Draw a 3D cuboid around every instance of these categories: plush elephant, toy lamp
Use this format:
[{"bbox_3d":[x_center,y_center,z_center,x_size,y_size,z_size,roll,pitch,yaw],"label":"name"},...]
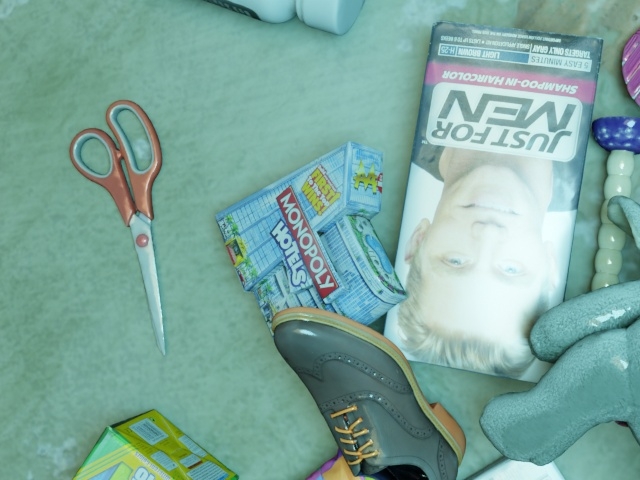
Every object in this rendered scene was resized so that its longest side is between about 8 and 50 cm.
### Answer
[{"bbox_3d":[0.339,0.092,0.766,0.272,0.255,0.330,30,118,21],"label":"plush elephant"},{"bbox_3d":[0.296,0.015,0.902,0.080,0.080,0.274,9,86,11],"label":"toy lamp"}]

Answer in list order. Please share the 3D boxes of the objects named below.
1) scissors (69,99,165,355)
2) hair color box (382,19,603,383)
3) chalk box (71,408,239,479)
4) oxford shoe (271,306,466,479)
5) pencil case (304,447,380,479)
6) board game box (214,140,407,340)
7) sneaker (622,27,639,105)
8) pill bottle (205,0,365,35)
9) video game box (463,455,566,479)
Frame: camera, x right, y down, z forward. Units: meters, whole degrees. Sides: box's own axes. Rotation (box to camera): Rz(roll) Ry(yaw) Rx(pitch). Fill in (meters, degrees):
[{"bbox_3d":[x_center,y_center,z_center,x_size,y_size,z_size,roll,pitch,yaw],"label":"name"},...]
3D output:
[{"bbox_3d":[-0.202,-0.021,1.022,0.109,0.021,0.297,-26,81,6],"label":"scissors"},{"bbox_3d":[0.178,-0.039,0.911,0.174,0.105,0.347,8,89,11],"label":"hair color box"},{"bbox_3d":[-0.213,0.314,0.951,0.132,0.132,0.213,34,94,11],"label":"chalk box"},{"bbox_3d":[0.048,0.170,0.861,0.097,0.098,0.271,-29,117,39],"label":"oxford shoe"},{"bbox_3d":[-0.029,0.317,0.933,0.236,0.104,0.104,-39,81,6],"label":"pencil case"},{"bbox_3d":[0.000,0.000,0.903,0.194,0.060,0.194,-41,60,29],"label":"board game box"},{"bbox_3d":[0.406,-0.126,0.880,0.103,0.111,0.252,-45,58,18],"label":"sneaker"},{"bbox_3d":[-0.085,-0.332,0.948,0.283,0.161,0.161,22,91,10],"label":"pill bottle"},{"bbox_3d":[0.204,0.341,0.914,0.187,0.048,0.205,-32,82,5],"label":"video game box"}]
